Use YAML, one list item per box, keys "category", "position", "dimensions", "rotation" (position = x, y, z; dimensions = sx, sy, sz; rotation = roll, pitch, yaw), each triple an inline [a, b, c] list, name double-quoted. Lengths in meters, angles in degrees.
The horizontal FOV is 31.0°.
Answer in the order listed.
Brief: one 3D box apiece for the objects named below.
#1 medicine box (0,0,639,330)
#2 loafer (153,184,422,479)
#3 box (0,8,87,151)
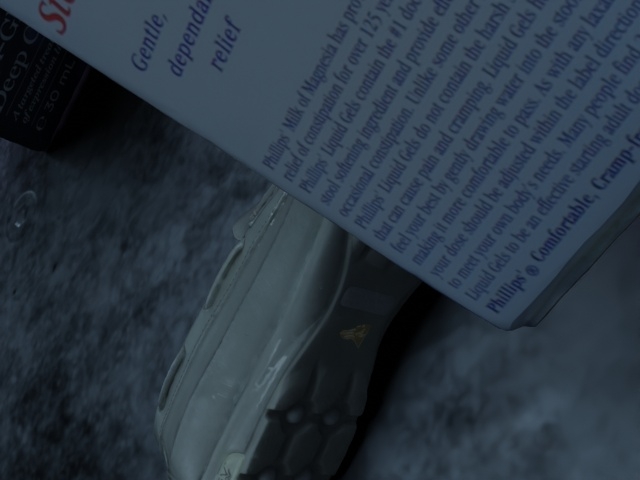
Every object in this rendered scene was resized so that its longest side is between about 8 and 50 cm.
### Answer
- category: "medicine box"
  position: [0.025, -0.159, 0.436]
  dimensions: [0.263, 0.289, 0.149]
  rotation: [-56, -2, -47]
- category: "loafer"
  position: [0.000, 0.000, 0.609]
  dimensions: [0.111, 0.112, 0.319]
  rotation: [34, 98, 42]
- category: "box"
  position: [-0.324, -0.274, 0.863]
  dimensions: [0.212, 0.395, 0.294]
  rotation: [27, 92, 21]
